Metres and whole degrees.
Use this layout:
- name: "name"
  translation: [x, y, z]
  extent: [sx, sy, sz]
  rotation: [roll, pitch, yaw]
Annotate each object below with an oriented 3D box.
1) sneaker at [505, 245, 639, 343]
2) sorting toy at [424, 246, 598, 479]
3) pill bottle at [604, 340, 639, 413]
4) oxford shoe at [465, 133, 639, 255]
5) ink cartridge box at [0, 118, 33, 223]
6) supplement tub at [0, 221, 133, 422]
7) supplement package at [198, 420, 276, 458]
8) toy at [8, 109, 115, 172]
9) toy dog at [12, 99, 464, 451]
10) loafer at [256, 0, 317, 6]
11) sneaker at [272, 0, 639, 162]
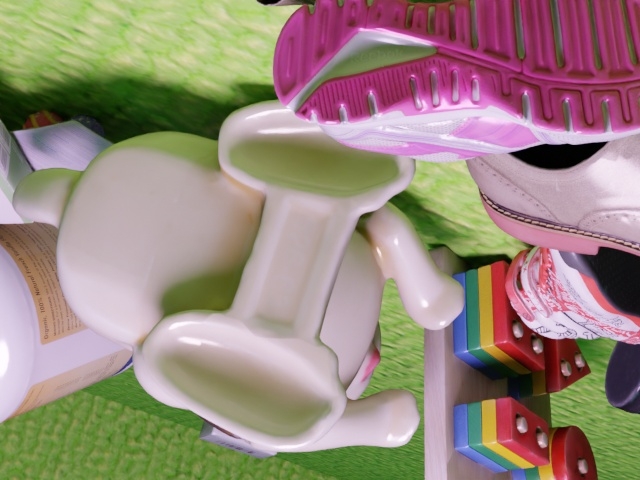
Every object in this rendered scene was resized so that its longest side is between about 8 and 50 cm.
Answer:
- name: "sneaker"
  translation: [0.219, 0.029, 1.094]
  extent: [0.145, 0.090, 0.270]
  rotation: [0, 159, 37]
- name: "sorting toy"
  translation: [0.209, 0.162, 1.269]
  extent: [0.089, 0.257, 0.255]
  rotation: [-16, 148, 30]
- name: "pill bottle"
  translation: [0.417, 0.164, 1.273]
  extent: [0.219, 0.122, 0.123]
  rotation: [20, 162, -10]
- name: "oxford shoe"
  translation: [0.245, -0.047, 0.794]
  extent: [0.348, 0.123, 0.130]
  rotation: [4, 153, 32]
- name: "ink cartridge box"
  translation: [-0.402, -0.064, 1.137]
  extent: [0.235, 0.056, 0.171]
  rotation: [-2, 158, 2]
- name: "supplement tub"
  translation: [-0.346, 0.075, 1.320]
  extent: [0.228, 0.228, 0.316]
  rotation: [6, -167, 29]
- name: "supplement package"
  translation: [-0.100, 0.225, 1.832]
  extent: [0.105, 0.179, 0.105]
  rotation: [20, 162, -11]
- name: "toy"
  translation: [-0.262, -0.092, 1.211]
  extent: [0.237, 0.056, 0.137]
  rotation: [-7, 153, 40]
- name: "toy dog"
  translation: [-0.068, 0.072, 1.148]
  extent: [0.396, 0.284, 0.408]
  rotation: [5, 163, 13]
- name: "loafer"
  translation: [-0.016, -0.167, 0.770]
  extent: [0.148, 0.050, 0.056]
  rotation: [26, 160, -29]
- name: "sneaker"
  translation: [0.103, -0.104, 0.768]
  extent: [0.252, 0.103, 0.111]
  rotation: [3, 171, 10]
